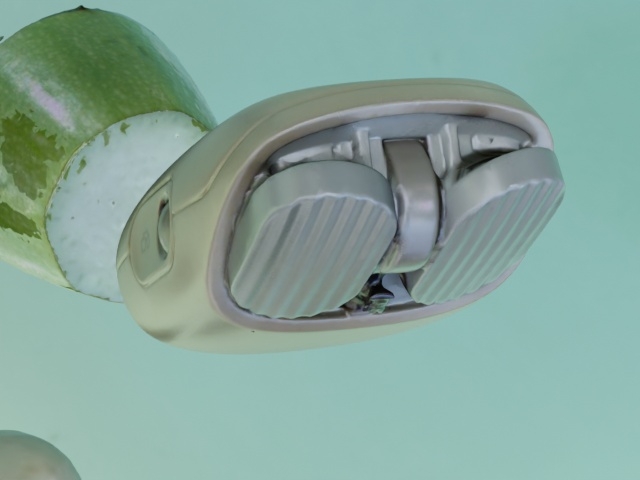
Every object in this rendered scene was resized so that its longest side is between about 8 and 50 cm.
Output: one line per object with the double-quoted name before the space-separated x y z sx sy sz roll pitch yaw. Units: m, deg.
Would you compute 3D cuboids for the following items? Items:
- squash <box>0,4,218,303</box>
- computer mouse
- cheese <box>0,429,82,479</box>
"squash" -0.129 -0.042 1.039 0.170 0.123 0.170 -14 119 -26
"computer mouse" 0.000 0.000 0.714 0.145 0.236 0.082 -4 80 -23
"cheese" -0.297 0.276 1.519 0.130 0.328 0.351 29 104 -7
